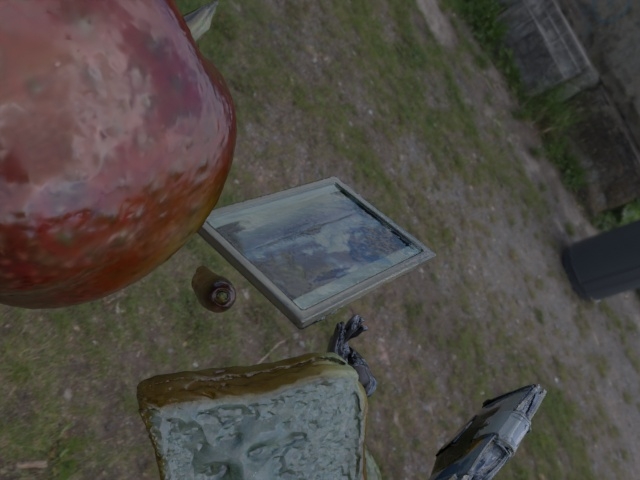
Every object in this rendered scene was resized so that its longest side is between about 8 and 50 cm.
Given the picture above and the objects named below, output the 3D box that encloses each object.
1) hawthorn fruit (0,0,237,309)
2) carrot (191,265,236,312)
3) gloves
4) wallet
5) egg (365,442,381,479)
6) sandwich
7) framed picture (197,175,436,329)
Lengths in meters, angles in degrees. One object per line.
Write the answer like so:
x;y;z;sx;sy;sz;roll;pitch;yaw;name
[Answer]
-0.269;-0.143;0.604;0.403;0.403;0.402;26;51;-36;hawthorn fruit
-0.187;0.076;1.002;0.059;0.248;0.059;-2;96;-19;carrot
0.073;0.283;1.394;0.142;0.119;0.285;-124;-162;-48;gloves
0.239;0.305;0.898;0.069;0.170;0.231;44;50;10;wallet
-0.040;0.421;0.985;0.238;0.289;0.238;-21;90;-87;egg
-0.067;0.298;0.731;0.271;0.099;0.301;-7;100;-10;sandwich
0.000;0.000;0.873;0.232;0.024;0.315;40;36;25;framed picture
